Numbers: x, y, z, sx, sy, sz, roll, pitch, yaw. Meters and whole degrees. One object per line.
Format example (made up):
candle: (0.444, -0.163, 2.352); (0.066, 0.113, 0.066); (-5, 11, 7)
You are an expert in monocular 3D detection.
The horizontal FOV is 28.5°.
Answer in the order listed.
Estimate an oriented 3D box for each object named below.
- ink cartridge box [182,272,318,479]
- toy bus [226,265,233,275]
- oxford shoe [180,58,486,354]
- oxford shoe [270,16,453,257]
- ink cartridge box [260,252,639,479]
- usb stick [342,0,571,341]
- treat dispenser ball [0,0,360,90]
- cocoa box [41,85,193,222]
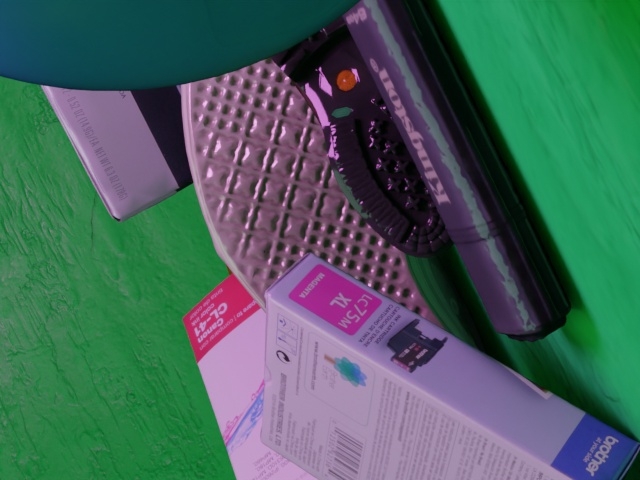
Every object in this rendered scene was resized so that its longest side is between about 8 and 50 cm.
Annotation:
ink cartridge box: (0.010, 0.187, 1.222); (0.226, 0.131, 0.306); (41, -162, -41)
toy bus: (-0.038, 0.070, 1.652); (0.108, 0.130, 0.333); (59, 171, 23)
oxford shoe: (0.021, 0.012, 1.031); (0.449, 0.169, 0.130); (62, -174, -10)
oxford shoe: (0.037, -0.090, 0.900); (0.227, 0.082, 0.096); (62, -170, 11)
ink cartridge box: (0.097, 0.153, 0.879); (0.311, 0.065, 0.186); (32, 144, 21)
usb stick: (0.077, -0.064, 0.780); (0.278, 0.045, 0.077); (64, 173, -6)
treat dispenser ball: (-0.075, -0.196, 0.435); (0.288, 0.288, 0.288); (60, 172, 15)
cocoa box: (-0.170, -0.213, 1.197); (0.231, 0.228, 0.347); (66, 171, -26)
